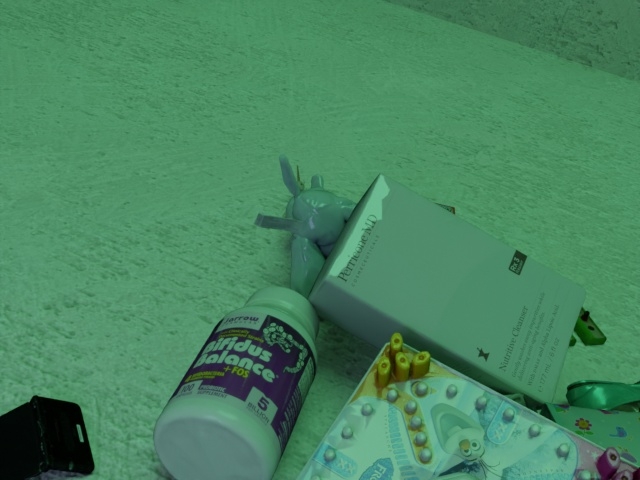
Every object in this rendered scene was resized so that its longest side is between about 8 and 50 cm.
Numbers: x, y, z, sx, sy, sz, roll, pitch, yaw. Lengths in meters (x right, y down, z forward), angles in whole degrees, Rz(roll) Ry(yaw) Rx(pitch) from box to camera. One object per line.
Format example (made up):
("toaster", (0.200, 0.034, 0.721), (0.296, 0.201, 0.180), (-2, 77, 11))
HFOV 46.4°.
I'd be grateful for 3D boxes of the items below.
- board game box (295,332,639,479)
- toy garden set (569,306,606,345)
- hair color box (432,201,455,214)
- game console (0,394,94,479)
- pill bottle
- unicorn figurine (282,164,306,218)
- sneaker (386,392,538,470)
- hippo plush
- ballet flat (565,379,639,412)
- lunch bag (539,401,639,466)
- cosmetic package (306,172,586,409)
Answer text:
("board game box", (0.156, 0.345, 0.904), (0.389, 0.050, 0.390), (26, 60, 22))
("toy garden set", (0.403, 0.118, 1.444), (0.244, 0.049, 0.204), (0, 37, -18))
("hair color box", (0.238, 0.007, 1.509), (0.053, 0.093, 0.167), (13, 35, -2))
("game console", (-0.376, 0.277, 1.003), (0.107, 0.071, 0.122), (24, 22, -42))
("pill bottle", (-0.100, 0.199, 1.064), (0.169, 0.169, 0.302), (17, 35, 6))
("unicorn figurine", (-0.028, -0.070, 1.571), (0.162, 0.060, 0.111), (40, 40, 9))
("sneaker", (0.172, 0.311, 1.064), (0.297, 0.111, 0.129), (-23, 7, -22))
("hippo plush", (0.000, 0.000, 1.395), (0.294, 0.235, 0.236), (21, 2, -14))
("ballet flat", (0.527, 0.276, 1.254), (0.247, 0.083, 0.087), (-1, 61, -19))
("lunch bag", (0.426, 0.363, 1.017), (0.223, 0.160, 0.262), (6, 30, -11))
("cosmetic package", (0.194, 0.091, 1.182), (0.384, 0.156, 0.217), (28, 65, -5))
